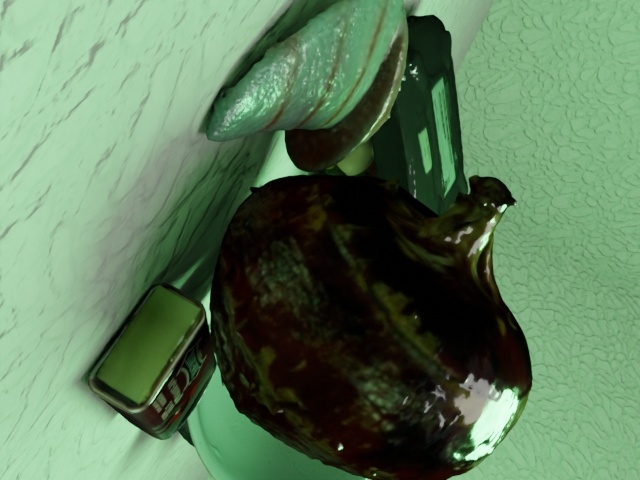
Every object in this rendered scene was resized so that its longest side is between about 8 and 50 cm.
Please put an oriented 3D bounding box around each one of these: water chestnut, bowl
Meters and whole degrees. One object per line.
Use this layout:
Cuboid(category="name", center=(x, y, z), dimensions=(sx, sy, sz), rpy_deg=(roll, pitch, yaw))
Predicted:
Cuboid(category="water chestnut", center=(0.063, 0.054, 0.701), dimensions=(0.302, 0.350, 0.350), rpy_deg=(-43, -179, 21))
Cuboid(category="bowl", center=(-0.069, 0.246, 1.142), dimensions=(0.346, 0.345, 0.157), rpy_deg=(-56, -164, -28))

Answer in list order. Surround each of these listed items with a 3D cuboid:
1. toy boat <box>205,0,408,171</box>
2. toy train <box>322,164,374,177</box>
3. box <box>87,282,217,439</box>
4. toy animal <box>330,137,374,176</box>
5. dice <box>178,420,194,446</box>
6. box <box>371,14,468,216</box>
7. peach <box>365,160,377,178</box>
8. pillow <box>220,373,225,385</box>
Cuboid(category="toy boat", center=(-0.007, -0.146, 0.657), dimensions=(0.206, 0.096, 0.282), rpy_deg=(-58, 163, 25))
Cuboid(category="toy train", center=(-0.008, -0.003, 1.221), dimensions=(0.308, 0.126, 0.189), rpy_deg=(-61, -148, 24))
Cuboid(category="box", center=(-0.161, 0.131, 0.740), dimensions=(0.120, 0.069, 0.224), rpy_deg=(-57, 173, -22))
Cuboid(category="toy animal", center=(0.056, -0.148, 1.101), dimensions=(0.114, 0.082, 0.091), rpy_deg=(-63, 170, 29))
Cuboid(category="dice", center=(-0.138, 0.311, 1.308), dimensions=(0.183, 0.181, 0.182), rpy_deg=(-57, 176, -26))
Cuboid(category="box", center=(0.150, -0.154, 1.109), dimensions=(0.350, 0.090, 0.360), rpy_deg=(-51, 134, -61))
Cuboid(category="peach", center=(0.130, -0.108, 1.391), dimensions=(0.243, 0.199, 0.244), rpy_deg=(-17, 127, -25))
Cuboid(category="pillow", center=(-0.086, 0.060, 0.873), dimensions=(0.141, 0.055, 0.209), rpy_deg=(106, -2, -64))
